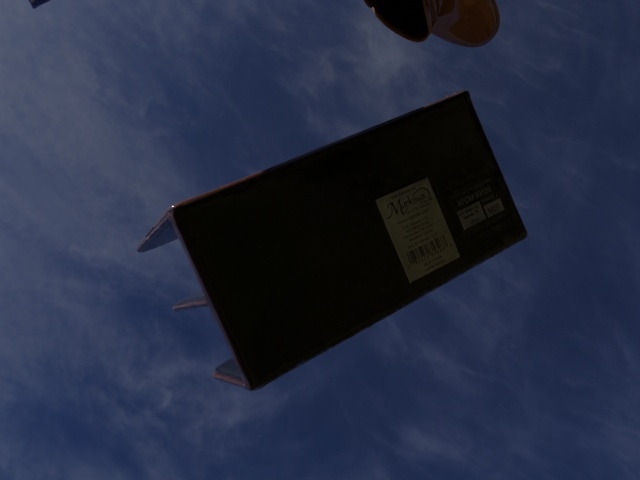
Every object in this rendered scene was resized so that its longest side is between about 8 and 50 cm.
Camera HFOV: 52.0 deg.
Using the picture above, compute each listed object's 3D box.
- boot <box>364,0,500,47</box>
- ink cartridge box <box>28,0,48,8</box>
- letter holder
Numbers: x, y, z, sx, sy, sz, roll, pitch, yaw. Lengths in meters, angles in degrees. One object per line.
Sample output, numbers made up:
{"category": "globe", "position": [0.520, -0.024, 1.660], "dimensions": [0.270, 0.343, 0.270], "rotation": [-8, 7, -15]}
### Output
{"category": "boot", "position": [0.132, -0.302, 0.803], "dimensions": [0.109, 0.220, 0.283], "rotation": [-34, -58, 26]}
{"category": "ink cartridge box", "position": [-0.238, -0.388, 0.699], "dimensions": [0.311, 0.065, 0.186], "rotation": [-11, -63, 28]}
{"category": "letter holder", "position": [0.000, 0.000, 0.637], "dimensions": [0.302, 0.214, 0.152], "rotation": [-25, -87, -25]}
